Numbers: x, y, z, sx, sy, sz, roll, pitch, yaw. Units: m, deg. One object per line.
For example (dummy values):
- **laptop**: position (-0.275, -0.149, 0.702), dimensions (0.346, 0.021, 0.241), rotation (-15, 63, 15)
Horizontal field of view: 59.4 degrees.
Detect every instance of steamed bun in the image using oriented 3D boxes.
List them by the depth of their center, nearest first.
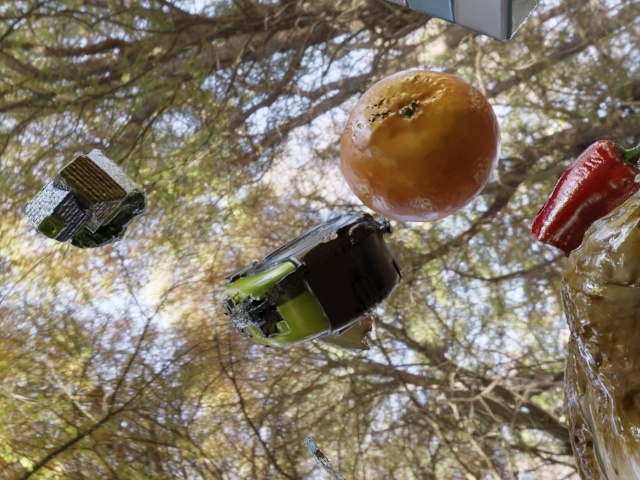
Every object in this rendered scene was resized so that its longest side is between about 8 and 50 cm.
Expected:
- **steamed bun**: position (0.057, 0.156, 1.347), dimensions (0.200, 0.225, 0.170), rotation (18, -72, -15)

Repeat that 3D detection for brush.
- **brush**: position (0.016, 0.386, 0.955), dimensions (0.021, 0.196, 0.070), rotation (-38, -80, -16)

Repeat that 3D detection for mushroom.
- **mushroom**: position (0.317, 0.132, 0.460), dimensions (0.345, 0.239, 0.345), rotation (-30, -54, -52)

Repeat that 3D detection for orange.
- **orange**: position (0.256, -0.256, 1.473), dimensions (0.326, 0.424, 0.423), rotation (60, -139, -55)

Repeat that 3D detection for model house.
- **model house**: position (-0.519, -0.069, 1.225), dimensions (0.214, 0.189, 0.195), rotation (-42, -81, 3)

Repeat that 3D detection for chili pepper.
- **chili pepper**: position (0.561, -0.124, 1.112), dimensions (0.135, 0.338, 0.131), rotation (29, -157, -3)

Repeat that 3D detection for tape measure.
- **tape measure**: position (-0.005, 0.048, 0.616), dimensions (0.199, 0.186, 0.112), rotation (-33, -85, -20)

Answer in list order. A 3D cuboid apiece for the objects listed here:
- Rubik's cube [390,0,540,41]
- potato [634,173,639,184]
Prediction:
- **Rubik's cube**: position (0.277, -0.634, 0.991), dimensions (0.346, 0.347, 0.344), rotation (-52, -27, -11)
- **potato**: position (0.553, -0.088, 0.897), dimensions (0.093, 0.036, 0.037), rotation (33, -114, -9)
